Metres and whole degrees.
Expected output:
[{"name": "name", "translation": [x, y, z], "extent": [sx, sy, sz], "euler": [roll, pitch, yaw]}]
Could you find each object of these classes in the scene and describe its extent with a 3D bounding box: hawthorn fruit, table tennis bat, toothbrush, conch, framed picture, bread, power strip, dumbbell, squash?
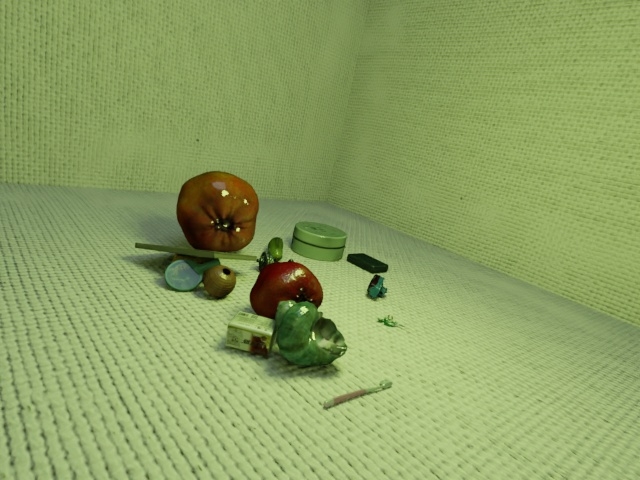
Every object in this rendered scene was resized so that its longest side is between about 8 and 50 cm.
[{"name": "hawthorn fruit", "translation": [-0.544, -0.157, 2.257], "extent": [0.473, 0.470, 0.471], "euler": [11, 15, -3]}, {"name": "table tennis bat", "translation": [-0.535, 0.131, 1.779], "extent": [0.237, 0.038, 0.149], "euler": [-22, 65, -32]}, {"name": "toothbrush", "translation": [0.118, 0.462, 1.283], "extent": [0.287, 0.020, 0.025], "euler": [0, 10, -40]}, {"name": "conch", "translation": [-0.050, 0.297, 1.378], "extent": [0.277, 0.195, 0.220], "euler": [39, 46, 23]}, {"name": "framed picture", "translation": [-0.566, 0.053, 1.945], "extent": [0.447, 0.028, 0.326], "euler": [5, -3, 24]}, {"name": "bread", "translation": [-0.547, 0.122, 1.860], "extent": [0.211, 0.113, 0.083], "euler": [6, 0, -21]}, {"name": "power strip", "translation": [0.000, 0.000, 2.649], "extent": [0.358, 0.161, 0.357], "euler": [11, 14, -3]}, {"name": "dumbbell", "translation": [-0.207, 0.122, 2.160], "extent": [0.255, 0.110, 0.110], "euler": [11, 13, -27]}, {"name": "hawthorn fruit", "translation": [-0.142, 0.206, 1.605], "extent": [0.266, 0.264, 0.307], "euler": [2, -1, -34]}, {"name": "squash", "translation": [-0.263, 0.034, 2.465], "extent": [0.095, 0.094, 0.341], "euler": [10, 17, -7]}]

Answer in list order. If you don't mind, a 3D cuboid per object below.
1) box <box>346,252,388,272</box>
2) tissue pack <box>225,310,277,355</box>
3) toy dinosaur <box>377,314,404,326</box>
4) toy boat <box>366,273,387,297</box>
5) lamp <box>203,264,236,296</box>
[{"name": "box", "translation": [0.289, 0.136, 2.589], "extent": [0.160, 0.050, 0.230], "euler": [-1, 20, -43]}, {"name": "tissue pack", "translation": [-0.228, 0.312, 1.412], "extent": [0.149, 0.099, 0.106], "euler": [14, 17, 6]}, {"name": "toy dinosaur", "translation": [0.307, 0.359, 1.829], "extent": [0.120, 0.029, 0.060], "euler": [25, 34, 23]}, {"name": "toy boat", "translation": [0.298, 0.235, 2.147], "extent": [0.097, 0.100, 0.223], "euler": [38, 17, 4]}, {"name": "lamp", "translation": [-0.415, 0.167, 1.739], "extent": [0.137, 0.136, 0.136], "euler": [11, 15, -3]}]
